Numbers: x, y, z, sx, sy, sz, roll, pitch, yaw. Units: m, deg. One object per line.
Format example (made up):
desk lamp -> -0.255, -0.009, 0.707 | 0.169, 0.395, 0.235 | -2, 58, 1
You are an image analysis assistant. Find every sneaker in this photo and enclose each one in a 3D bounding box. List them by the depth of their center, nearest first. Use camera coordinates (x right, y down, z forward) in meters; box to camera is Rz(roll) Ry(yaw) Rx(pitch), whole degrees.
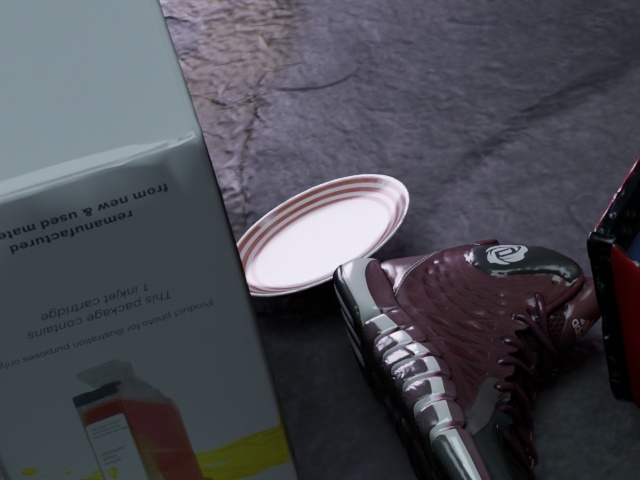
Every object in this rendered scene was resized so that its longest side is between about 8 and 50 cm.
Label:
sneaker -> 0.122, 0.081, 1.209 | 0.162, 0.106, 0.281 | -19, 42, -7

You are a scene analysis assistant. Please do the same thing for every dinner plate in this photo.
dinner plate -> 0.000, 0.000, 1.374 | 0.141, 0.017, 0.141 | -22, 26, 11

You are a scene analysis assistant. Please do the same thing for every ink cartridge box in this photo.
ink cartridge box -> -0.128, 0.023, 1.143 | 0.160, 0.385, 0.279 | -17, 42, -5

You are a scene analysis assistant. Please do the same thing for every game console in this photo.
game console -> 0.215, 0.042, 1.188 | 0.085, 0.144, 0.124 | 15, 51, 29

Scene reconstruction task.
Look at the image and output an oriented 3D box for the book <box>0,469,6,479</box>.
book -> -0.191, 0.168, 1.186 | 0.035, 0.144, 0.096 | -25, 43, -9
